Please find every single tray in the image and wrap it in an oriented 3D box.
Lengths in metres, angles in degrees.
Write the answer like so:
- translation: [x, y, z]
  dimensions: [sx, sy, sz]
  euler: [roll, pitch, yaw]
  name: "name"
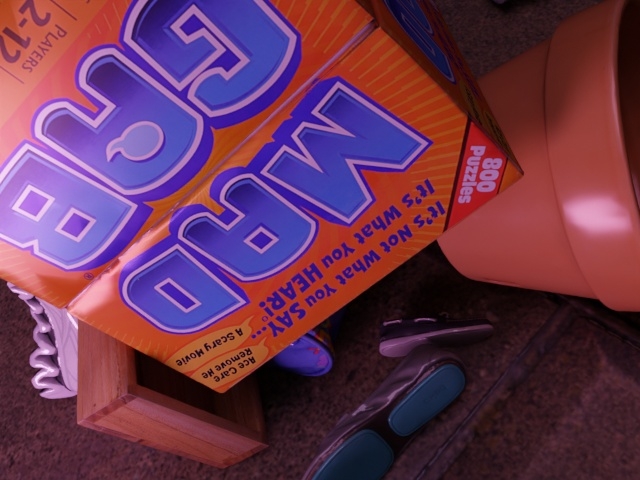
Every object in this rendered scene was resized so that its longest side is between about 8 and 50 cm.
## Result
- translation: [-0.181, 0.038, 0.827]
  dimensions: [0.076, 0.203, 0.410]
  euler: [-31, 49, 20]
  name: "tray"

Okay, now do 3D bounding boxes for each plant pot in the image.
- translation: [0.234, -0.070, 0.707]
  dimensions: [0.204, 0.291, 0.290]
  euler: [-8, 52, 37]
  name: "plant pot"

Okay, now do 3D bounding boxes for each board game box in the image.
- translation: [-0.104, -0.153, 0.660]
  dimensions: [0.356, 0.356, 0.356]
  euler: [-39, 34, 24]
  name: "board game box"

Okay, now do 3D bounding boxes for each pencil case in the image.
- translation: [0.000, 0.000, 0.832]
  dimensions: [0.119, 0.133, 0.306]
  euler: [16, 63, 7]
  name: "pencil case"

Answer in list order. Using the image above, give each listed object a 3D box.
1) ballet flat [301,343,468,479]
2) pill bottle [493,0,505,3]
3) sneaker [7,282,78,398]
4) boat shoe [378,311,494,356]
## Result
- translation: [0.058, 0.187, 0.726]
  dimensions: [0.213, 0.072, 0.068]
  euler: [-40, 24, -9]
  name: "ballet flat"
- translation: [0.310, -0.409, 1.021]
  dimensions: [0.160, 0.087, 0.087]
  euler: [-32, 50, -1]
  name: "pill bottle"
- translation: [-0.285, 0.061, 0.830]
  dimensions: [0.118, 0.292, 0.110]
  euler: [5, 31, 15]
  name: "sneaker"
- translation: [0.122, 0.095, 0.769]
  dimensions: [0.125, 0.046, 0.038]
  euler: [-16, 56, 22]
  name: "boat shoe"
